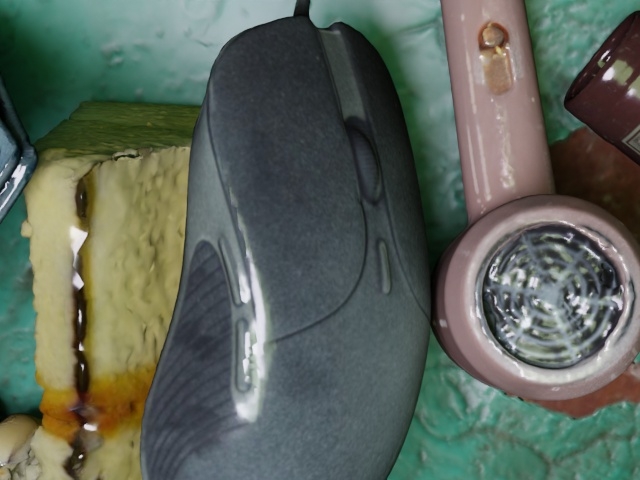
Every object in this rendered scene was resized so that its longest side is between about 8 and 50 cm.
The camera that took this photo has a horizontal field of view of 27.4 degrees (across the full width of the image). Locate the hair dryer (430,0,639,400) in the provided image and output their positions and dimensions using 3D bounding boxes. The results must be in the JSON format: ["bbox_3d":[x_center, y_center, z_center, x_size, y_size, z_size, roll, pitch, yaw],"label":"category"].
[{"bbox_3d":[0.094,-0.086,0.726,0.106,0.189,0.344,-9,86,2],"label":"hair dryer"}]

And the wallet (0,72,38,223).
[{"bbox_3d":[-0.254,-0.010,0.721,0.054,0.290,0.251,27,103,-31],"label":"wallet"}]

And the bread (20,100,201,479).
[{"bbox_3d":[-0.061,0.063,0.727,0.198,0.236,0.264,0,102,6],"label":"bread"}]

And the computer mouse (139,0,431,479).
[{"bbox_3d":[0.000,0.000,0.665,0.090,0.167,0.380,7,98,38],"label":"computer mouse"}]

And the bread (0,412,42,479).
[{"bbox_3d":[-0.249,0.152,0.843,0.177,0.084,0.119,17,106,2],"label":"bread"}]

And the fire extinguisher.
[{"bbox_3d":[0.242,-0.025,0.758,0.231,0.071,0.099,39,84,-3],"label":"fire extinguisher"}]
